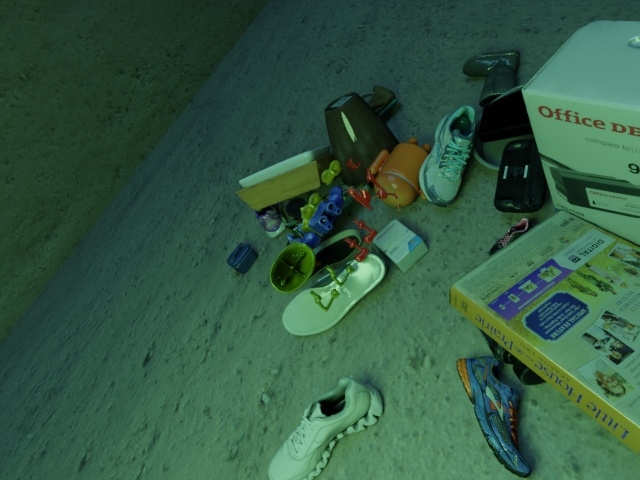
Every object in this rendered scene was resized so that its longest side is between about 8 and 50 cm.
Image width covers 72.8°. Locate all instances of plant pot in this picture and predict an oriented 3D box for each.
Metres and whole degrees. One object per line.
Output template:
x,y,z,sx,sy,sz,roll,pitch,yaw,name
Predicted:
0.112,-0.324,1.331,0.215,0.230,0.215,-25,28,14,plant pot

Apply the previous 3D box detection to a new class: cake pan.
0.532,-0.281,1.100,0.293,0.054,0.293,-23,48,28,cake pan

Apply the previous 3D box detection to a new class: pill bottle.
0.359,0.152,0.818,0.123,0.123,0.219,-33,40,11,pill bottle

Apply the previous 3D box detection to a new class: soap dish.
-0.093,-0.200,1.397,0.291,0.118,0.229,-17,11,24,soap dish

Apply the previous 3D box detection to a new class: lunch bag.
-0.263,0.055,1.463,0.067,0.065,0.098,17,68,46,lunch bag

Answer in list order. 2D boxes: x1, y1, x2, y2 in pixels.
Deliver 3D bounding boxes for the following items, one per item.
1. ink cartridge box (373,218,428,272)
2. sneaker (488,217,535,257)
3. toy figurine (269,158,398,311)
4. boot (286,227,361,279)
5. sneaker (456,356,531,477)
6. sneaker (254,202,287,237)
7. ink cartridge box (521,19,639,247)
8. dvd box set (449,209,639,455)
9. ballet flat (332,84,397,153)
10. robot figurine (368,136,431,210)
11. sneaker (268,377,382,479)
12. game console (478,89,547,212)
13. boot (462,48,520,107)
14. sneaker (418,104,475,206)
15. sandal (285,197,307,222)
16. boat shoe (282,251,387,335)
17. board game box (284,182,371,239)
0.205,0.013,1.126,0.088,0.052,0.122,-42,41,0,ink cartridge box
0.420,-0.006,0.962,0.119,0.057,0.047,-40,41,5,sneaker
0.011,-0.017,1.120,0.362,0.191,0.217,-61,11,-5,toy figurine
0.000,0.000,1.283,0.244,0.088,0.176,-32,39,18,boot
0.314,0.295,0.762,0.087,0.083,0.221,-24,45,12,sneaker
-0.194,-0.113,1.528,0.095,0.104,0.236,-39,38,6,sneaker
0.537,-0.131,0.711,0.166,0.395,0.285,-46,39,-5,ink cartridge box
0.466,0.129,0.678,0.307,0.062,0.420,-30,44,-19,dvd box set
0.123,-0.416,1.512,0.342,0.124,0.116,-49,-4,-8,ballet flat
0.231,-0.185,1.224,0.219,0.158,0.128,-58,25,-18,robot figurine
-0.010,0.395,0.908,0.292,0.118,0.110,-44,41,0,sneaker
0.476,-0.222,1.035,0.213,0.044,0.361,-2,59,42,game console
0.508,-0.479,1.318,0.189,0.076,0.208,-2,61,41,boot
0.336,-0.226,1.127,0.122,0.110,0.283,124,161,-73,sneaker
-0.050,-0.078,1.305,0.067,0.040,0.179,-41,41,-8,sandal
0.040,0.141,1.138,0.319,0.116,0.099,-38,-4,16,boat shoe
0.020,-0.100,1.337,0.259,0.030,0.136,-37,28,-14,board game box
